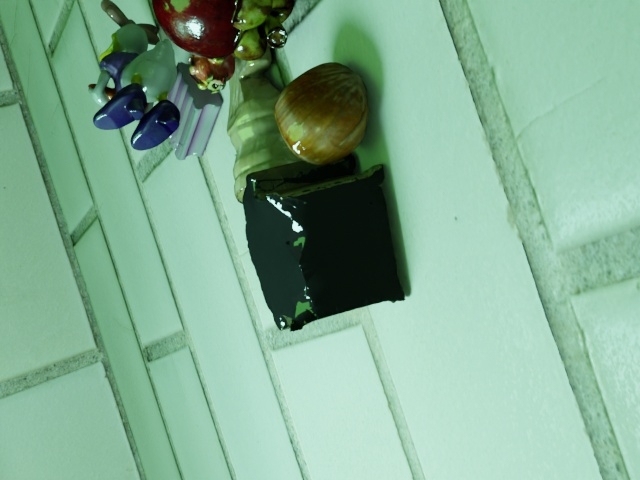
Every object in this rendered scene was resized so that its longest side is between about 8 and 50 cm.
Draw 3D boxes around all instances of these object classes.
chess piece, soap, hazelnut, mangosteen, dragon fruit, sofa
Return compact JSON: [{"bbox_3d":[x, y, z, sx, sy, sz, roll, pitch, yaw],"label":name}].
[{"bbox_3d":[-0.111,-0.221,1.720,0.137,0.137,0.301,134,128,-61],"label":"chess piece"},{"bbox_3d":[-0.271,-0.268,2.035,0.122,0.065,0.203,67,153,19],"label":"soap"},{"bbox_3d":[0.003,-0.194,1.473,0.150,0.150,0.150,41,139,48],"label":"hazelnut"},{"bbox_3d":[-0.147,-0.387,1.580,0.257,0.215,0.215,36,138,30],"label":"mangosteen"},{"bbox_3d":[-0.187,-0.305,1.704,0.086,0.081,0.116,-48,37,18],"label":"dragon fruit"},{"bbox_3d":[0.000,0.000,1.545,0.182,0.200,0.258,-153,50,-70],"label":"sofa"}]

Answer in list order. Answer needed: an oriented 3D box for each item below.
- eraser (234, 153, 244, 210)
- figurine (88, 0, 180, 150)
[{"bbox_3d":[-0.108,-0.055,1.861,0.095,0.052,0.225,20,123,60],"label":"eraser"},{"bbox_3d":[-0.379,-0.348,1.986,0.193,0.154,0.421,-53,36,14],"label":"figurine"}]
